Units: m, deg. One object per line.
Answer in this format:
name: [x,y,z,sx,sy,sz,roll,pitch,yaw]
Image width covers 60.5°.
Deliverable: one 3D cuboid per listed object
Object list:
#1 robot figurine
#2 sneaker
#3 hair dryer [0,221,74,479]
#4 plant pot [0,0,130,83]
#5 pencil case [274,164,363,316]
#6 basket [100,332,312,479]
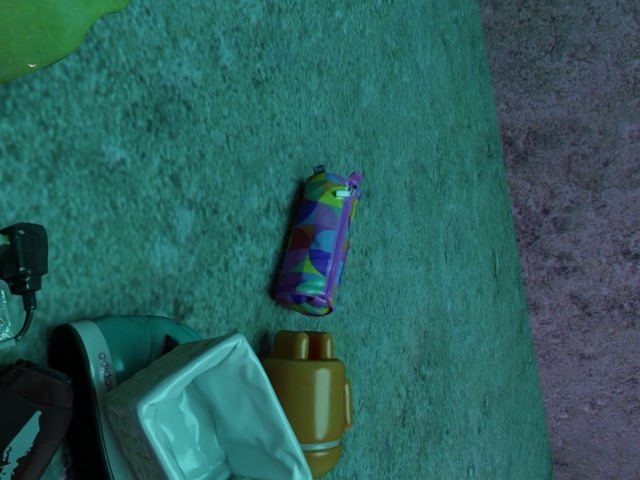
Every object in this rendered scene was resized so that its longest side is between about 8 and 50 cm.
robot figurine: [-0.030,0.240,0.782,0.158,0.128,0.219,26,64,-71]
sneaker: [-0.164,0.211,0.578,0.178,0.124,0.295,-12,97,-48]
hair dryer: [-0.306,0.135,0.416,0.224,0.080,0.293,-12,93,-42]
plant pot: [-0.258,-0.253,0.348,0.254,0.276,0.276,66,36,-51]
pencil case: [0.000,0.000,0.872,0.104,0.104,0.236,43,54,-49]
basket: [-0.101,0.179,0.482,0.113,0.103,0.167,-32,103,-42]
